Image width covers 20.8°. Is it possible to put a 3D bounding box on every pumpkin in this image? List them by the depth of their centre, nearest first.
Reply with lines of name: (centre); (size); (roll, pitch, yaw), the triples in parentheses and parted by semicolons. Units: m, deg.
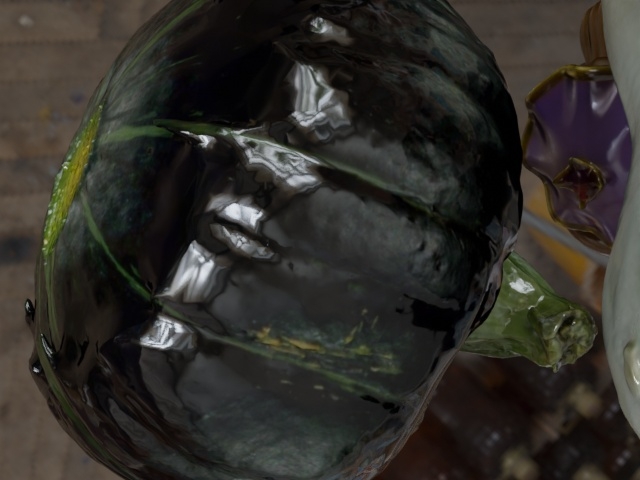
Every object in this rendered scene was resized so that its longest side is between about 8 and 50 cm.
pumpkin: (0.000, 0.000, 0.890); (0.296, 0.296, 0.296); (-20, 130, -27)

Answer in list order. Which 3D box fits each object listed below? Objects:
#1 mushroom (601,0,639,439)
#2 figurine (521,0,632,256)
mushroom: (0.183, -0.026, 0.811); (0.109, 0.351, 0.097); (-3, 145, 10)
figurine: (0.215, -0.092, 1.034); (0.263, 0.142, 0.189); (-51, 126, -34)
